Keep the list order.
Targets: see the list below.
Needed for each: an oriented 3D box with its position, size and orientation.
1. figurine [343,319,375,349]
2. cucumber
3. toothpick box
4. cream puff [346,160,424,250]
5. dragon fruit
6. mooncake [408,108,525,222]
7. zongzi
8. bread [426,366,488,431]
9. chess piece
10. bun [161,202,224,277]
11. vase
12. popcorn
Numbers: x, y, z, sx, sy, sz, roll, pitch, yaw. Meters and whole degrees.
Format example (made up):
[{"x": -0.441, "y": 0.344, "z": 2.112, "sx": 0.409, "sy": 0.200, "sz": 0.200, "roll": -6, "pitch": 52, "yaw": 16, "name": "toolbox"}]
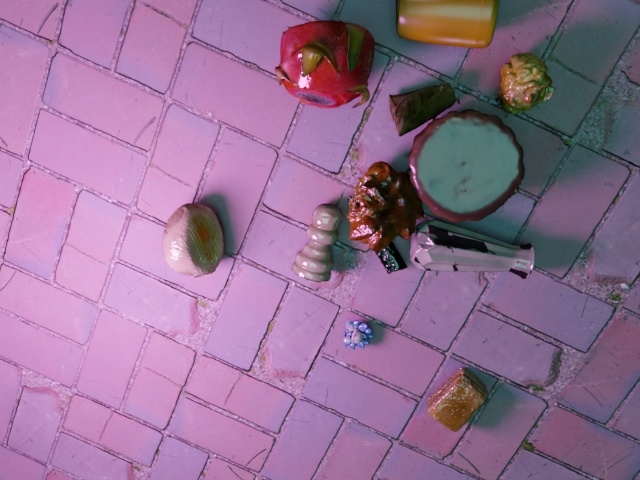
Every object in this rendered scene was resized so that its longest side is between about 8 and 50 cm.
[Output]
[{"x": 0.134, "y": 0.322, "z": 1.826, "sx": 0.114, "sy": 0.079, "sz": 0.115, "roll": 1, "pitch": 100, "yaw": 7, "name": "figurine"}, {"x": 0.177, "y": -0.023, "z": 1.720, "sx": 0.072, "sy": 0.072, "sz": 0.300, "roll": -30, "pitch": 98, "yaw": 15, "name": "cucumber"}, {"x": 0.338, "y": -0.623, "z": 1.467, "sx": 0.271, "sy": 0.175, "sz": 0.175, "roll": 6, "pitch": 108, "yaw": 9, "name": "toothpick box"}, {"x": 0.190, "y": -0.106, "z": 1.624, "sx": 0.240, "sy": 0.155, "sz": 0.269, "roll": -9, "pitch": 94, "yaw": -15, "name": "cream puff"}, {"x": 0.008, "y": -0.472, "z": 1.491, "sx": 0.290, "sy": 0.290, "sz": 0.190, "roll": 5, "pitch": 86, "yaw": 6, "name": "dragon fruit"}, {"x": 0.419, "y": -0.223, "z": 1.570, "sx": 0.323, "sy": 0.187, "sz": 0.324, "roll": 2, "pitch": 106, "yaw": 8, "name": "mooncake"}, {"x": 0.305, "y": -0.371, "z": 1.532, "sx": 0.204, "sy": 0.204, "sz": 0.094, "roll": -13, "pitch": 122, "yaw": 10, "name": "zongzi"}, {"x": 0.470, "y": 0.547, "z": 1.841, "sx": 0.138, "sy": 0.102, "sz": 0.196, "roll": 40, "pitch": 106, "yaw": -8, "name": "bread"}, {"x": 0.000, "y": 0.000, "z": 1.728, "sx": 0.133, "sy": 0.133, "sz": 0.244, "roll": 17, "pitch": 104, "yaw": 2, "name": "chess piece"}, {"x": -0.420, "y": 0.006, "z": 1.748, "sx": 0.153, "sy": 0.243, "sz": 0.244, "roll": 1, "pitch": 109, "yaw": 32, "name": "bun"}, {"x": 0.467, "y": 0.036, "z": 1.664, "sx": 0.359, "sy": 0.165, "sz": 0.165, "roll": 9, "pitch": 108, "yaw": 1, "name": "vase"}, {"x": 0.563, "y": -0.435, "z": 1.507, "sx": 0.142, "sy": 0.173, "sz": 0.174, "roll": -19, "pitch": 104, "yaw": -5, "name": "popcorn"}]
